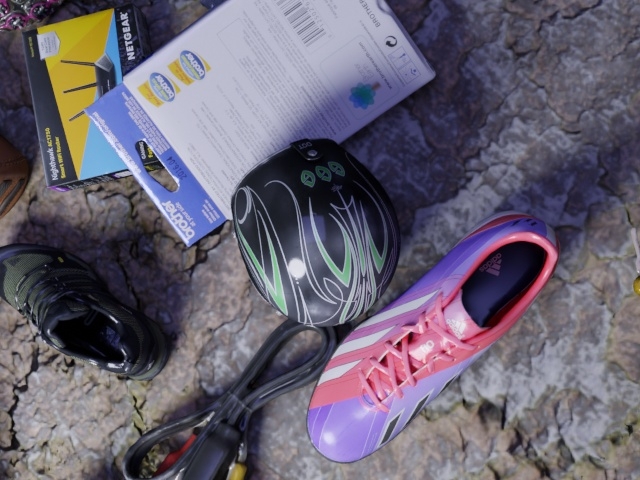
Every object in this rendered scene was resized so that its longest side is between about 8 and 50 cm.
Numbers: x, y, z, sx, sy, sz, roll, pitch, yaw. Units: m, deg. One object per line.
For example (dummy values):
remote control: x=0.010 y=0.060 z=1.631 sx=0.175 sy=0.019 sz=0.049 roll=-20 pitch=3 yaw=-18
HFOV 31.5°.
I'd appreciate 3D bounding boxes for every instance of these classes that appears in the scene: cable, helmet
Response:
cable: x=-0.095 y=0.190 z=1.175 sx=0.139 sy=0.072 sz=0.287 roll=29 pitch=77 yaw=22
helmet: x=0.000 y=0.000 z=1.110 sx=0.169 sy=0.169 sz=0.161 roll=-30 pitch=71 yaw=6

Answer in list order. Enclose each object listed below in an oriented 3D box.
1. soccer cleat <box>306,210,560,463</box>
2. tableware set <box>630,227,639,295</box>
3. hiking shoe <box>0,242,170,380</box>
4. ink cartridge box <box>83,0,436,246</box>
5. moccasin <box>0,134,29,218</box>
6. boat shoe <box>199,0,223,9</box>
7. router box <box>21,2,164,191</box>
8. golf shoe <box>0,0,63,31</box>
soccer cleat: x=0.105 y=0.095 z=1.098 sx=0.318 sy=0.116 sz=0.108 roll=-44 pitch=93 yaw=2
tableware set: x=0.384 y=0.025 z=1.113 sx=0.154 sy=0.024 sz=0.104 roll=-10 pitch=85 yaw=8
hiking shoe: x=-0.263 y=0.065 z=1.177 sx=0.227 sy=0.114 sz=0.086 roll=29 pitch=88 yaw=12
ink cartridge box: x=-0.063 y=-0.155 z=1.159 sx=0.311 sy=0.065 sz=0.186 roll=-36 pitch=107 yaw=3
moccasin: x=-0.493 y=-0.151 z=1.229 sx=0.380 sy=0.147 sz=0.139 roll=42 pitch=92 yaw=12
boat shoe: x=-0.104 y=-0.288 z=1.220 sx=0.227 sy=0.079 sz=0.081 roll=35 pitch=114 yaw=8
router box: x=-0.243 y=-0.153 z=1.235 sx=0.133 sy=0.046 sz=0.179 roll=-13 pitch=81 yaw=9
golf shoe: x=-0.309 y=-0.312 z=1.266 sx=0.186 sy=0.067 sz=0.086 roll=-45 pitch=49 yaw=5
